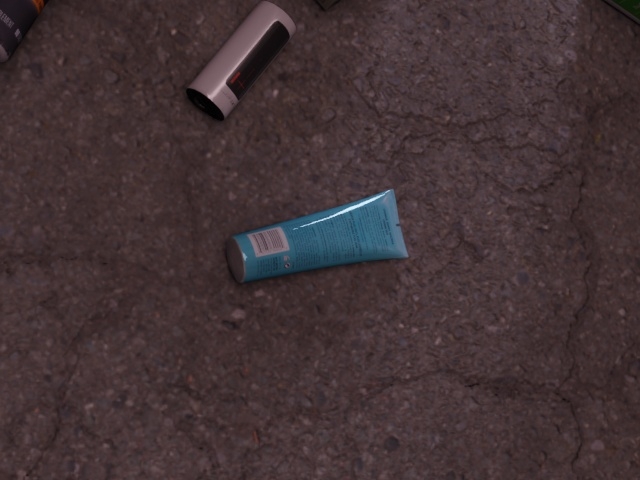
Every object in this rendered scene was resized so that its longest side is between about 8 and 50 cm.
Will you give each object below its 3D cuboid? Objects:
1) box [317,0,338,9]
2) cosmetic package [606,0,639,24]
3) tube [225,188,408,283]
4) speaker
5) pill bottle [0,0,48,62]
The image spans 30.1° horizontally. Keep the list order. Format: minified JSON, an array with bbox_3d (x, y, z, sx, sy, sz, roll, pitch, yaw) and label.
[{"bbox_3d":[-0.003,-0.396,1.305,0.127,0.148,0.232,-42,97,-18],"label":"box"},{"bbox_3d":[0.537,-0.294,1.434,0.365,0.197,0.155,32,76,-10],"label":"cosmetic package"},{"bbox_3d":[0.000,0.000,1.316,0.207,0.052,0.080,-12,92,-23],"label":"tube"},{"bbox_3d":[-0.087,-0.197,1.306,0.055,0.055,0.136,40,74,-9],"label":"speaker"},{"bbox_3d":[-0.312,-0.315,1.212,0.130,0.130,0.245,31,76,-11],"label":"pill bottle"}]
